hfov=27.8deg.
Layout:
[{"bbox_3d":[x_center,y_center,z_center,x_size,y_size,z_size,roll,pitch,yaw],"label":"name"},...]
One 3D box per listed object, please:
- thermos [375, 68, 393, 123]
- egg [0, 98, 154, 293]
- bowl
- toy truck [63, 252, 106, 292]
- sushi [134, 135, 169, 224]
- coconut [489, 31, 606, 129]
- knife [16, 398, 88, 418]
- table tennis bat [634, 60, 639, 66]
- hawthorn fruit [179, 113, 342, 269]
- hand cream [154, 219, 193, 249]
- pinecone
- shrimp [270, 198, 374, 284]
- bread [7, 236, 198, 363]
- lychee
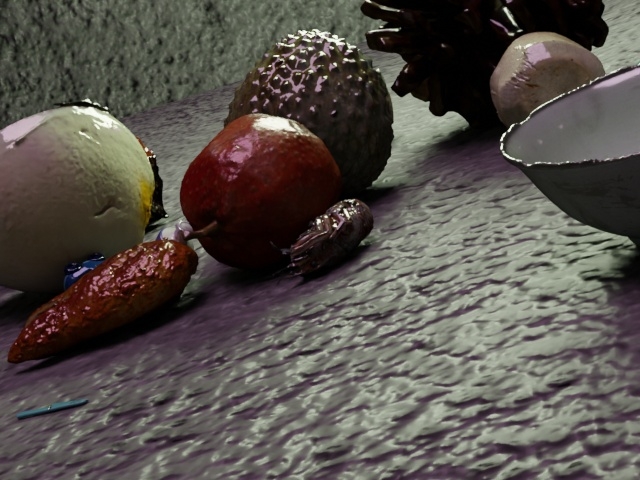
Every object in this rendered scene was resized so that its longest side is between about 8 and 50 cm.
[{"bbox_3d":[-0.008,-0.223,2.259,0.265,0.176,0.146,-18,4,6],"label":"thermos"},{"bbox_3d":[-0.387,-0.027,1.914,0.337,0.337,0.201,-25,59,-22],"label":"egg"},{"bbox_3d":[0.352,-0.080,1.319,0.313,0.146,0.313,-19,18,6],"label":"bowl"},{"bbox_3d":[-0.297,0.053,1.840,0.136,0.063,0.074,-27,36,-35],"label":"toy truck"},{"bbox_3d":[-0.440,-0.061,2.195,0.343,0.182,0.196,-21,8,-21],"label":"sushi"},{"bbox_3d":[0.322,-0.218,1.860,0.161,0.161,0.162,-19,12,1],"label":"coconut"},{"bbox_3d":[-0.299,0.187,1.446,0.091,0.005,0.014,-13,17,19],"label":"knife"},{"bbox_3d":[0.607,-0.310,2.077,0.244,0.040,0.153,-30,19,-24],"label":"table tennis bat"},{"bbox_3d":[-0.093,-0.053,1.711,0.205,0.205,0.253,-5,29,43],"label":"hawthorn fruit"},{"bbox_3d":[-0.218,0.028,1.768,0.142,0.053,0.084,-47,-6,31],"label":"hand cream"},{"bbox_3d":[0.246,-0.370,2.053,0.397,0.398,0.398,-18,14,5],"label":"pinecone"},{"bbox_3d":[0.001,0.001,1.636,0.073,0.075,0.190,28,51,26],"label":"shrimp"},{"bbox_3d":[-0.281,0.075,1.664,0.268,0.095,0.139,-21,8,-1],"label":"bread"},{"bbox_3d":[-0.019,-0.172,1.925,0.255,0.274,0.255,-4,-4,0],"label":"lychee"}]
